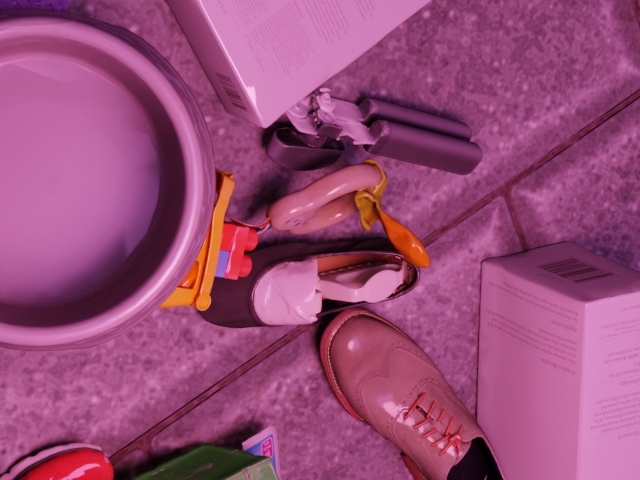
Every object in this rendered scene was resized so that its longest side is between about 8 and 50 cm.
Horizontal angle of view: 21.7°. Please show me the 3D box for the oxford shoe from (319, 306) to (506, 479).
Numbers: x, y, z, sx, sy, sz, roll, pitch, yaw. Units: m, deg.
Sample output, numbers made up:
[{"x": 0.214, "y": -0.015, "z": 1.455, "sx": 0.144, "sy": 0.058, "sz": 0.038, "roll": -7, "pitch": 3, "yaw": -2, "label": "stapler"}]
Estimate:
[{"x": 0.130, "y": 0.210, "z": 2.039, "sx": 0.123, "sy": 0.130, "sz": 0.348, "roll": -50, "pitch": 124, "yaw": -11, "label": "oxford shoe"}]

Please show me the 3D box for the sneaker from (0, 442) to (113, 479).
[{"x": -0.327, "y": 0.327, "z": 1.785, "sx": 0.279, "sy": 0.118, "sz": 0.107, "roll": -36, "pitch": 121, "yaw": -20, "label": "sneaker"}]

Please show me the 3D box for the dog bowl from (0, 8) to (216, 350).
[{"x": -0.268, "y": -0.057, "z": 1.589, "sx": 0.349, "sy": 0.102, "sz": 0.348, "roll": 0, "pitch": 92, "yaw": -10, "label": "dog bowl"}]

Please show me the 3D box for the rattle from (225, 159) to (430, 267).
[{"x": 0.000, "y": 0.000, "z": 1.883, "sx": 0.200, "sy": 0.130, "sz": 0.142, "roll": -21, "pitch": 90, "yaw": -31, "label": "rattle"}]

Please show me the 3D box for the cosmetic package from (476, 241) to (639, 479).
[{"x": 0.316, "y": 0.220, "z": 2.114, "sx": 0.156, "sy": 0.217, "sz": 0.385, "roll": -11, "pitch": 111, "yaw": -30, "label": "cosmetic package"}]

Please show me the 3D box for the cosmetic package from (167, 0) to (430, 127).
[{"x": -0.053, "y": -0.355, "z": 1.779, "sx": 0.284, "sy": 0.097, "sz": 0.377, "roll": -37, "pitch": 121, "yaw": -17, "label": "cosmetic package"}]

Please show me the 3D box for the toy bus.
[{"x": -0.161, "y": -0.032, "z": 1.771, "sx": 0.211, "sy": 0.149, "sz": 0.220, "roll": 5, "pitch": 99, "yaw": -34, "label": "toy bus"}]

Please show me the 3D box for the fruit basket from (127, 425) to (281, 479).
[{"x": -0.124, "y": 0.422, "z": 1.865, "sx": 0.327, "sy": 0.165, "sz": 0.353, "roll": -20, "pitch": 104, "yaw": -48, "label": "fruit basket"}]

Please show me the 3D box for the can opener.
[{"x": 0.061, "y": -0.122, "z": 1.948, "sx": 0.280, "sy": 0.074, "sz": 0.093, "roll": 7, "pitch": 134, "yaw": -32, "label": "can opener"}]

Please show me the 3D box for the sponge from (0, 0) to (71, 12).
[{"x": -0.271, "y": -0.301, "z": 1.614, "sx": 0.117, "sy": 0.031, "sz": 0.210, "roll": 18, "pitch": 112, "yaw": -33, "label": "sponge"}]

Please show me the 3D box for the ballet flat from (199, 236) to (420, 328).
[{"x": -0.004, "y": 0.047, "z": 1.927, "sx": 0.280, "sy": 0.096, "sz": 0.095, "roll": -13, "pitch": 111, "yaw": -29, "label": "ballet flat"}]
